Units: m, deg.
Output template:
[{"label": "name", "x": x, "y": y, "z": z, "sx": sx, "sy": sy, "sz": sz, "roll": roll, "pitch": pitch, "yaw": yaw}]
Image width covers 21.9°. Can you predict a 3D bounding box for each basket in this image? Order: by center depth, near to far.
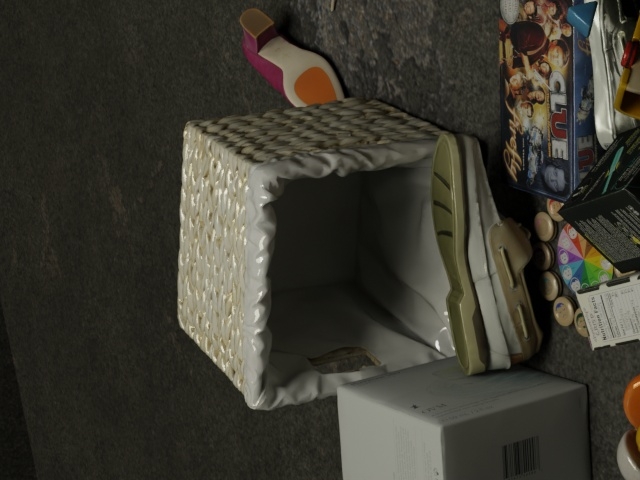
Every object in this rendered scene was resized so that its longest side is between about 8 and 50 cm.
[{"label": "basket", "x": 0.000, "y": 0.000, "z": 2.153, "sx": 0.266, "sy": 0.328, "sz": 0.331, "roll": 36, "pitch": 129, "yaw": 51}]

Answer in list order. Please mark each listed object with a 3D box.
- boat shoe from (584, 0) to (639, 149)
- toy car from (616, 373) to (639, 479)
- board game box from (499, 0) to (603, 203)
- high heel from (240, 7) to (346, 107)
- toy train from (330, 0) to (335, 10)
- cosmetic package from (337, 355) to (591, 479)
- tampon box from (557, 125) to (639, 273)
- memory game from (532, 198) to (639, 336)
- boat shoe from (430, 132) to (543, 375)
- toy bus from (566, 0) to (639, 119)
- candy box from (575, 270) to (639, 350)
[{"label": "boat shoe", "x": 0.336, "y": -0.208, "z": 1.789, "sx": 0.070, "sy": 0.078, "sz": 0.219, "roll": -5, "pitch": 92, "yaw": 36}, {"label": "toy car", "x": 0.394, "y": 0.182, "z": 1.725, "sx": 0.159, "sy": 0.182, "sz": 0.136, "roll": -51, "pitch": 38, "yaw": 32}, {"label": "board game box", "x": 0.266, "y": -0.173, "z": 1.914, "sx": 0.165, "sy": 0.042, "sz": 0.243, "roll": -155, "pitch": 60, "yaw": -63}, {"label": "high heel", "x": -0.035, "y": -0.229, "z": 2.404, "sx": 0.244, "sy": 0.082, "sz": 0.117, "roll": 44, "pitch": 168, "yaw": 25}, {"label": "toy train", "x": -0.007, "y": -0.398, "z": 2.211, "sx": 0.105, "sy": 0.143, "sz": 0.248, "roll": 56, "pitch": 142, "yaw": 34}, {"label": "cosmetic package", "x": 0.175, "y": 0.239, "z": 2.037, "sx": 0.224, "sy": 0.224, "sz": 0.138, "roll": 12, "pitch": 110, "yaw": 56}, {"label": "tampon box", "x": 0.342, "y": -0.049, "z": 1.683, "sx": 0.101, "sy": 0.120, "sz": 0.161, "roll": 43, "pitch": 164, "yaw": -7}, {"label": "memory game", "x": 0.310, "y": 0.024, "z": 1.954, "sx": 0.186, "sy": 0.012, "sz": 0.186, "roll": 25, "pitch": 119, "yaw": 54}, {"label": "boat shoe", "x": 0.204, "y": 0.010, "z": 2.024, "sx": 0.113, "sy": 0.103, "sz": 0.302, "roll": -130, "pitch": 31, "yaw": -73}, {"label": "toy bus", "x": 0.367, "y": -0.214, "z": 1.691, "sx": 0.191, "sy": 0.202, "sz": 0.104, "roll": 63, "pitch": 177, "yaw": 14}, {"label": "candy box", "x": 0.396, "y": 0.048, "z": 1.679, "sx": 0.233, "sy": 0.159, "sz": 0.071, "roll": -20, "pitch": 85, "yaw": 59}]
